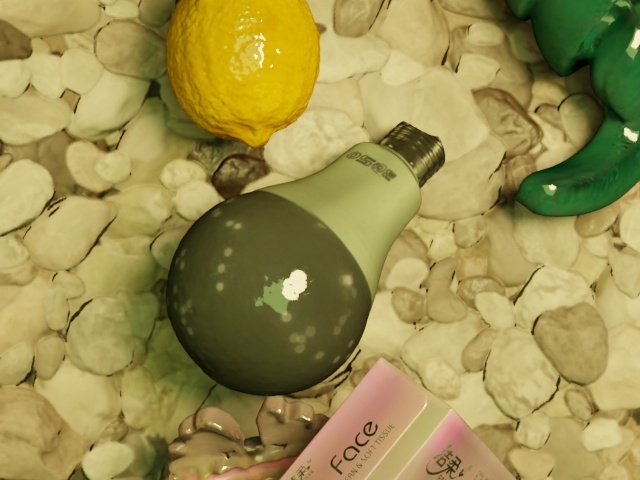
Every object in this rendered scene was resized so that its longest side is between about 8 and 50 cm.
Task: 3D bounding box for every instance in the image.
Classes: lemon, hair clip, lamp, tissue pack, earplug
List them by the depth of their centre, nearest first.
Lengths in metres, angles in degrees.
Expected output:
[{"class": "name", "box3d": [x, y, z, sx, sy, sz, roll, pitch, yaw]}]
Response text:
[{"class": "tissue pack", "box3d": [0.086, 0.225, 1.076, 0.148, 0.092, 0.246, -49, 139, -8]}, {"class": "hair clip", "box3d": [-0.112, 0.236, 1.107, 0.300, 0.069, 0.173, -23, 128, 2]}, {"class": "lemon", "box3d": [-0.069, -0.177, 1.116, 0.142, 0.142, 0.187, -1, 79, -9]}, {"class": "lamp", "box3d": [-0.018, -0.006, 1.119, 0.182, 0.182, 0.314, 31, 62, -6]}, {"class": "earplug", "box3d": [0.251, -0.191, 1.180, 0.257, 0.164, 0.280, -42, 81, 27]}]
